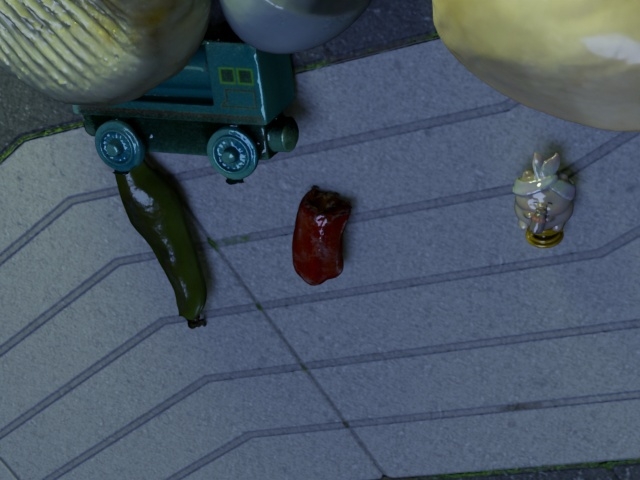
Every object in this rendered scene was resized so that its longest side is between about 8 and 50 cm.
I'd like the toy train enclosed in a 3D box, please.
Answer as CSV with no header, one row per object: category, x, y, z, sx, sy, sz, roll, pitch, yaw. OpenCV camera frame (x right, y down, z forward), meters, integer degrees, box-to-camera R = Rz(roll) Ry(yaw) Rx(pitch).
toy train,-0.169,-0.182,1.931,0.298,0.120,0.194,5,119,24

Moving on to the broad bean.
broad bean,-0.208,0.003,2.114,0.075,0.067,0.325,11,128,46

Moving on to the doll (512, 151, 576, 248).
doll,0.260,-0.044,1.835,0.073,0.084,0.127,9,136,18

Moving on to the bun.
bun,-0.268,-0.336,1.781,0.365,0.219,0.365,25,137,26

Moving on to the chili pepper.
chili pepper,0.000,0.000,2.011,0.073,0.070,0.123,6,126,2

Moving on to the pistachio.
pistachio,0.271,-0.223,1.624,0.318,0.193,0.213,9,104,30

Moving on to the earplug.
earplug,-0.057,-0.349,1.686,0.175,0.214,0.325,0,130,27
